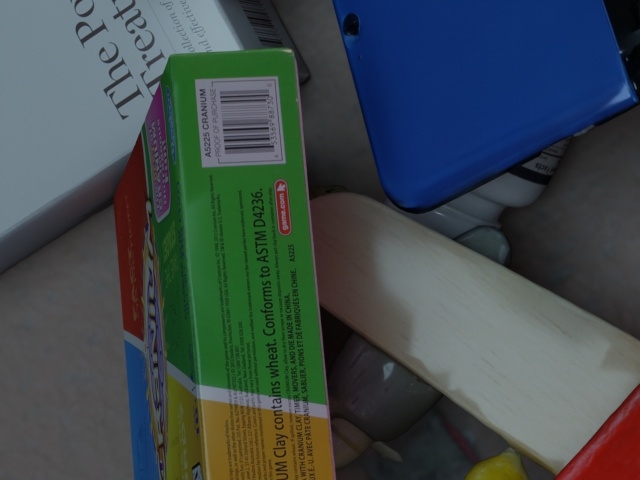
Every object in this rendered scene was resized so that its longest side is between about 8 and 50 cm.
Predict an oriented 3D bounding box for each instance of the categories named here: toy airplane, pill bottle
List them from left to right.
[{"bbox_3d":[0.103,-0.078,1.117,0.094,0.094,0.169,31,101,18],"label":"pill bottle"},{"bbox_3d":[0.178,0.137,1.028,0.384,0.272,0.386,-7,65,-5],"label":"toy airplane"}]

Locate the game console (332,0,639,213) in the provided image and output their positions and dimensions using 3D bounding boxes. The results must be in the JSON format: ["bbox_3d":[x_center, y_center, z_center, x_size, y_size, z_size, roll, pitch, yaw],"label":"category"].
[{"bbox_3d":[0.148,-0.178,1.053,0.173,0.250,0.293,130,132,-55],"label":"game console"}]

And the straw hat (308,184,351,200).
[{"bbox_3d":[0.000,0.000,1.174,0.061,0.144,0.144,-10,86,-21],"label":"straw hat"}]

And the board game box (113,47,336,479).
[{"bbox_3d":[-0.061,0.055,1.059,0.064,0.316,0.242,-3,79,-12],"label":"board game box"}]

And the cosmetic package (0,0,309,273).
[{"bbox_3d":[-0.221,-0.194,1.244,0.284,0.097,0.377,-32,80,21],"label":"cosmetic package"}]
